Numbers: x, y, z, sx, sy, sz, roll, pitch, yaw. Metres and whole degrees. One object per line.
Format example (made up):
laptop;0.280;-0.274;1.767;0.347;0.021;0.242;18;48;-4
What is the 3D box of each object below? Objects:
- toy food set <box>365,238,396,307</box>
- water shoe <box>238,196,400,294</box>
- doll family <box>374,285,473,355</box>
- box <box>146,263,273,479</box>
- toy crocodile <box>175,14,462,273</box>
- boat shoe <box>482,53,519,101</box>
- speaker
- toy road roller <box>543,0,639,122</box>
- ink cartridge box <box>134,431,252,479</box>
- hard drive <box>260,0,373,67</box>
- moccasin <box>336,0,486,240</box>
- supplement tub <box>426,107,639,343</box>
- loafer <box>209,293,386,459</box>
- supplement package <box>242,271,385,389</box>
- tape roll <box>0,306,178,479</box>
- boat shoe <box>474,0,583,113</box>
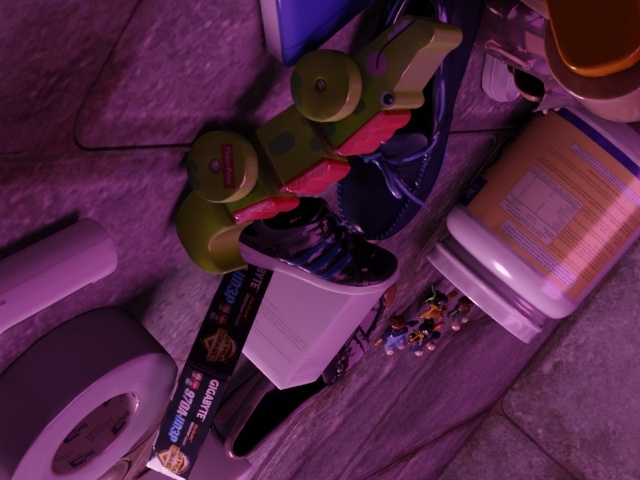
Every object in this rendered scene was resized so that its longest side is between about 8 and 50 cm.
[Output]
toy food set;0.050;0.093;1.761;0.128;0.071;0.218;-33;155;-37
water shoe;0.000;0.000;1.324;0.203;0.073;0.080;12;129;-19
doll family;0.180;0.136;2.124;0.193;0.076;0.111;-39;164;-16
box;-0.113;0.121;1.353;0.220;0.051;0.175;-70;-176;-51
toy crocodile;-0.009;-0.090;1.161;0.340;0.105;0.115;-36;167;24
boat shoe;0.250;-0.218;1.597;0.066;0.063;0.184;-43;160;-14
speaker;-0.236;0.031;1.050;0.136;0.055;0.055;-32;155;-40
toy road roller;0.322;-0.296;1.194;0.240;0.330;0.202;-13;172;21
ink cartridge box;-0.198;0.384;1.763;0.158;0.092;0.218;-32;154;-38
hard drive;0.030;-0.296;1.007;0.210;0.040;0.319;-42;160;-16
moccasin;0.066;-0.137;1.285;0.117;0.137;0.342;-47;154;-50
supplement tub;0.341;-0.036;1.877;0.331;0.241;0.241;-49;161;5
loafer;-0.021;0.176;1.660;0.302;0.109;0.095;-43;-155;3
supplement package;-0.011;0.080;1.552;0.179;0.105;0.105;-53;160;16
tape roll;-0.249;0.172;1.273;0.219;0.072;0.219;-42;161;-18
boat shoe;0.274;-0.223;1.466;0.130;0.132;0.355;-42;135;21
